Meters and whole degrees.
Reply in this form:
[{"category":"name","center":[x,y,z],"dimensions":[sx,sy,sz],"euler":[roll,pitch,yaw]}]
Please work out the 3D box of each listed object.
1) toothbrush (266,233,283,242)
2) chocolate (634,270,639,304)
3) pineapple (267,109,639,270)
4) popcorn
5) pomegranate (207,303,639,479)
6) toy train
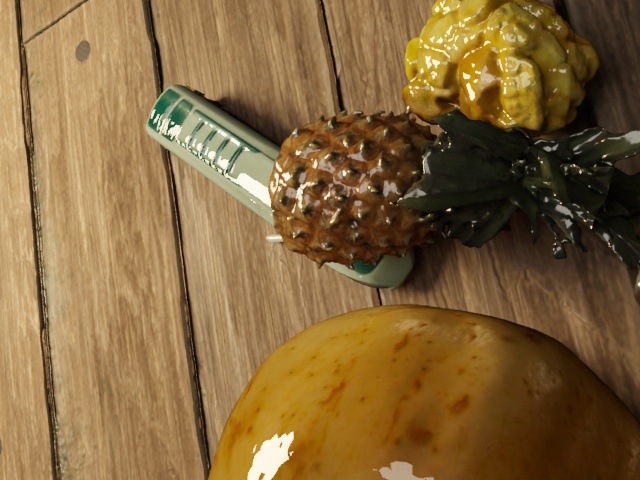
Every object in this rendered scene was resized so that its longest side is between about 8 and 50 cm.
[{"category":"toothbrush","center":[0.000,0.000,1.115],"dimensions":[0.162,0.014,0.017],"euler":[-1,95,38]},{"category":"chocolate","center":[0.337,0.003,0.814],"dimensions":[0.167,0.072,0.072],"euler":[-47,57,19]},{"category":"pineapple","center":[0.130,-0.053,0.869],"dimensions":[0.364,0.165,0.165],"euler":[-1,81,33]},{"category":"popcorn","center":[0.172,-0.182,0.942],"dimensions":[0.194,0.140,0.163],"euler":[9,96,49]},{"category":"pomegranate","center":[0.101,0.216,0.797],"dimensions":[0.410,0.410,0.410],"euler":[-8,77,37]},{"category":"toy train","center":[-0.055,-0.069,1.113],"dimensions":[0.407,0.088,0.086],"euler":[35,93,38]}]
